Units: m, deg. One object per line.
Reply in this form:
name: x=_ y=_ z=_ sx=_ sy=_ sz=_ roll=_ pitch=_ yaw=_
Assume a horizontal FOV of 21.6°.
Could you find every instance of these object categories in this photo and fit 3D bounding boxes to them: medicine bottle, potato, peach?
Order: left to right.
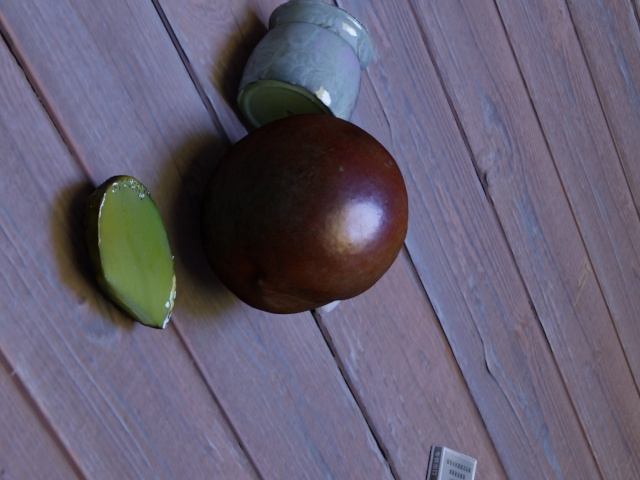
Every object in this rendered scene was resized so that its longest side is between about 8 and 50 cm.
potato: x=-0.222 y=0.015 z=1.894 sx=0.119 sy=0.054 sz=0.198 roll=-62 pitch=142 yaw=-35
peach: x=-0.025 y=-0.027 z=2.006 sx=0.252 sy=0.252 sz=0.252 roll=-3 pitch=93 yaw=-56
medicine bottle: x=-0.018 y=-0.209 z=2.101 sx=0.147 sy=0.147 sz=0.143 roll=54 pitch=47 yaw=-41

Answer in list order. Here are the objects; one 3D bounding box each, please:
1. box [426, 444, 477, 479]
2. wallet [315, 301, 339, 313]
box: x=0.189 y=0.417 z=2.529 sx=0.109 sy=0.029 sz=0.198 roll=29 pitch=67 yaw=-52
wallet: x=0.000 y=0.000 z=2.235 sx=0.095 sy=0.033 sz=0.190 roll=-46 pitch=128 yaw=-47
